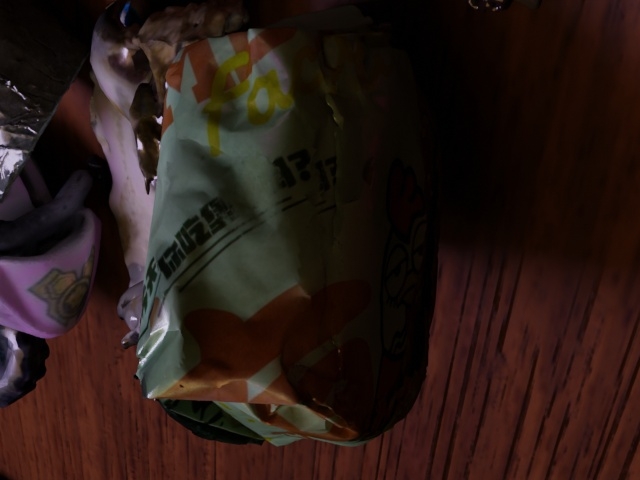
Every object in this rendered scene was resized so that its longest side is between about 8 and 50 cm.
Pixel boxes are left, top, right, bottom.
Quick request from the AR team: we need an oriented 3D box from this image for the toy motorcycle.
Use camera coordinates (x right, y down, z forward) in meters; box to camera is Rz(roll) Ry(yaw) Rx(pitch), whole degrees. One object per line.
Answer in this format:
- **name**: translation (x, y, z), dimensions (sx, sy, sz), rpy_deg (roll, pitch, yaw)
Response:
- **toy motorcycle**: translation (-0.244, -0.049, 1.054), dimensions (0.188, 0.143, 0.327), rpy_deg (-19, 100, 45)

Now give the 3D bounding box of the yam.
- **yam**: translation (-0.213, -0.120, 0.957), dimensions (0.183, 0.107, 0.107), rpy_deg (44, 147, -1)

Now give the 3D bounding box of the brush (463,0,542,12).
- **brush**: translation (-0.006, -0.174, 0.749), dimensions (0.248, 0.036, 0.043), rpy_deg (34, 142, 11)

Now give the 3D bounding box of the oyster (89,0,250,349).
- **oyster**: translation (-0.086, -0.033, 0.931), dimensions (0.223, 0.083, 0.214), rpy_deg (-145, 51, -70)

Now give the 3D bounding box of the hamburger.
- **hamburger**: translation (0.000, 0.001, 0.816), dimensions (0.125, 0.214, 0.235), rpy_deg (11, 167, 25)
